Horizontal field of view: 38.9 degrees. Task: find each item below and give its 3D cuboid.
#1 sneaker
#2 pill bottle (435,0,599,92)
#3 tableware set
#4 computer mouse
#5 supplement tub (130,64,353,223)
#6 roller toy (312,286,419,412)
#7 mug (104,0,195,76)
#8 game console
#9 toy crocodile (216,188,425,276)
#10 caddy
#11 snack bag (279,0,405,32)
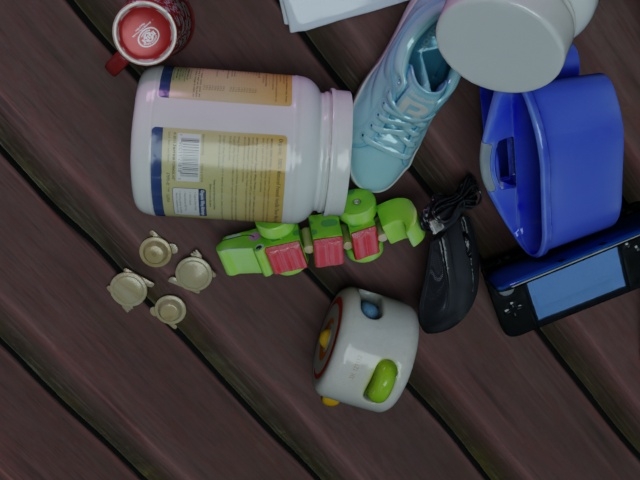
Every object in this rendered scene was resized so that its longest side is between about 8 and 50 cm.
[{"bbox_3d":[0.129,-0.223,1.398,0.135,0.150,0.366,18,115,-6],"label":"sneaker"},{"bbox_3d":[0.292,-0.392,1.235,0.204,0.204,0.361,31,63,-13],"label":"pill bottle"},{"bbox_3d":[-0.273,0.070,1.558,0.141,0.020,0.169,35,105,-12],"label":"tableware set"},{"bbox_3d":[0.223,0.043,1.503,0.072,0.188,0.272,18,121,28],"label":"computer mouse"},{"bbox_3d":[-0.116,-0.142,1.381,0.316,0.228,0.228,4,109,-4],"label":"supplement tub"},{"bbox_3d":[0.067,0.181,1.527,0.146,0.209,0.191,17,69,-9],"label":"roller toy"},{"bbox_3d":[-0.254,-0.300,1.349,0.113,0.169,0.150,16,107,-9],"label":"mug"},{"bbox_3d":[0.430,0.066,1.484,0.293,0.173,0.250,-22,125,5],"label":"game console"},{"bbox_3d":[0.000,0.000,1.485,0.340,0.105,0.115,-11,132,2],"label":"toy crocodile"},{"bbox_3d":[0.328,-0.137,1.385,0.179,0.241,0.341,-17,129,-4],"label":"caddy"},{"bbox_3d":[0.075,-0.512,1.363,0.342,0.037,0.323,-15,110,-1],"label":"snack bag"}]
